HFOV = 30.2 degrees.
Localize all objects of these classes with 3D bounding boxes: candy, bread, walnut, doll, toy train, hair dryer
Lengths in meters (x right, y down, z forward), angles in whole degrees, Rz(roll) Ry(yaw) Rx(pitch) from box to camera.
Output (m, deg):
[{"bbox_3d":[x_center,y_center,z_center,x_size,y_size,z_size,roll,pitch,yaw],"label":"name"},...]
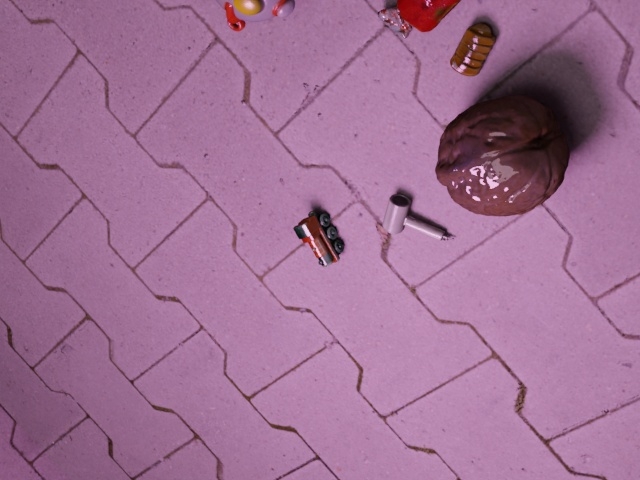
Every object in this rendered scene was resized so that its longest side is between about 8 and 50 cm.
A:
[{"bbox_3d":[0.166,-0.365,1.693,0.086,0.059,0.292,44,151,-2],"label":"candy"},{"bbox_3d":[0.225,-0.280,1.753,0.049,0.033,0.088,33,134,4],"label":"bread"},{"bbox_3d":[0.260,-0.120,1.755,0.230,0.178,0.178,-13,112,54],"label":"walnut"},{"bbox_3d":[-0.104,-0.440,1.810,0.200,0.105,0.336,33,145,6],"label":"doll"},{"bbox_3d":[0.000,0.000,2.097,0.044,0.064,0.103,-16,110,41],"label":"toy train"},{"bbox_3d":[0.166,-0.028,1.980,0.124,0.038,0.063,24,132,13],"label":"hair dryer"}]
